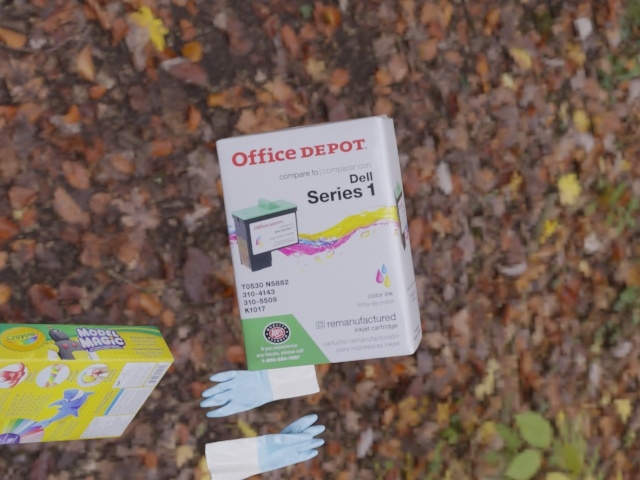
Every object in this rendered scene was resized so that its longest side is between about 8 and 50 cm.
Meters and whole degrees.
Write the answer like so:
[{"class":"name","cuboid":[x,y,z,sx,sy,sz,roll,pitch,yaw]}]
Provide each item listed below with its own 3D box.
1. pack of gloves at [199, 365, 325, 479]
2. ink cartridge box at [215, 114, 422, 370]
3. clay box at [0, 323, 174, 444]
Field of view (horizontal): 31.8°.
[{"class":"pack of gloves","cuboid":[-0.090,0.306,1.928,0.232,0.046,0.195,-12,98,-29]},{"class":"ink cartridge box","cuboid":[0.000,0.000,1.331,0.117,0.202,0.278,-28,110,-79]},{"class":"clay box","cuboid":[-0.268,0.139,1.083,0.222,0.127,0.053,7,40,-43]}]
